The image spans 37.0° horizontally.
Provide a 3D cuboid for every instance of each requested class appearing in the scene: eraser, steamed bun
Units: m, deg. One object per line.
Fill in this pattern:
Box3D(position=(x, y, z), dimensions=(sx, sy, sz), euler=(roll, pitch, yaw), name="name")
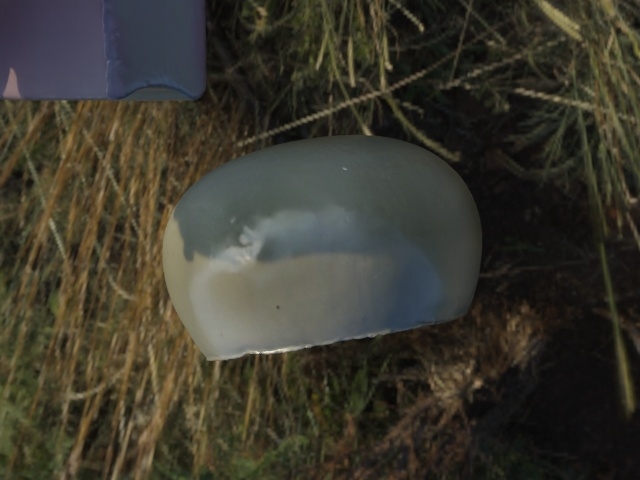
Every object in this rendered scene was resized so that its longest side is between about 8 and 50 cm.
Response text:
Box3D(position=(-0.265, -0.273, 0.962), dimensions=(0.122, 0.272, 0.359), euler=(-10, -168, -42), name="eraser")
Box3D(position=(0.000, 0.000, 0.980), dimensions=(0.325, 0.206, 0.324), euler=(-11, 177, -1), name="steamed bun")
